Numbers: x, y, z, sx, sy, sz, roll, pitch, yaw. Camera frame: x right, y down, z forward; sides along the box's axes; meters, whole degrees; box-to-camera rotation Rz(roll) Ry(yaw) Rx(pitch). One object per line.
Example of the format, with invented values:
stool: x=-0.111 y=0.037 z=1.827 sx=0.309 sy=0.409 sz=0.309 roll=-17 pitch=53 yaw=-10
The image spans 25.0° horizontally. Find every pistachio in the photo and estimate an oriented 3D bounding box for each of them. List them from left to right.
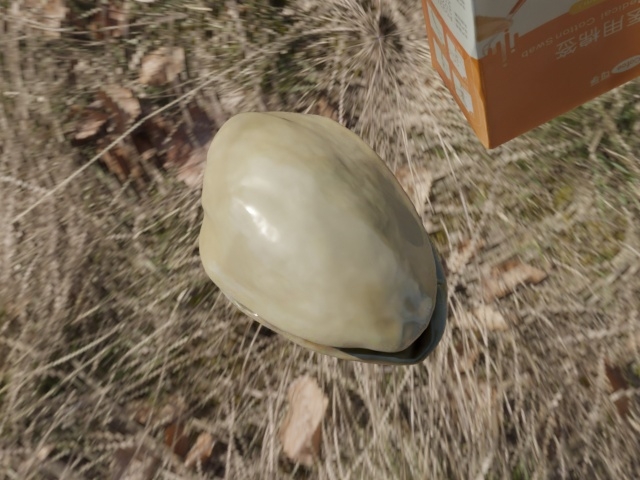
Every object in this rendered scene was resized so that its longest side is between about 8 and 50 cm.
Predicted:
pistachio: x=0.000 y=0.000 z=1.449 sx=0.214 sy=0.193 sz=0.318 roll=-44 pitch=68 yaw=-6

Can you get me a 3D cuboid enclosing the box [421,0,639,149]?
box: x=0.218 y=-0.271 z=1.431 sx=0.225 sy=0.341 sz=0.143 roll=-26 pitch=56 yaw=-5
